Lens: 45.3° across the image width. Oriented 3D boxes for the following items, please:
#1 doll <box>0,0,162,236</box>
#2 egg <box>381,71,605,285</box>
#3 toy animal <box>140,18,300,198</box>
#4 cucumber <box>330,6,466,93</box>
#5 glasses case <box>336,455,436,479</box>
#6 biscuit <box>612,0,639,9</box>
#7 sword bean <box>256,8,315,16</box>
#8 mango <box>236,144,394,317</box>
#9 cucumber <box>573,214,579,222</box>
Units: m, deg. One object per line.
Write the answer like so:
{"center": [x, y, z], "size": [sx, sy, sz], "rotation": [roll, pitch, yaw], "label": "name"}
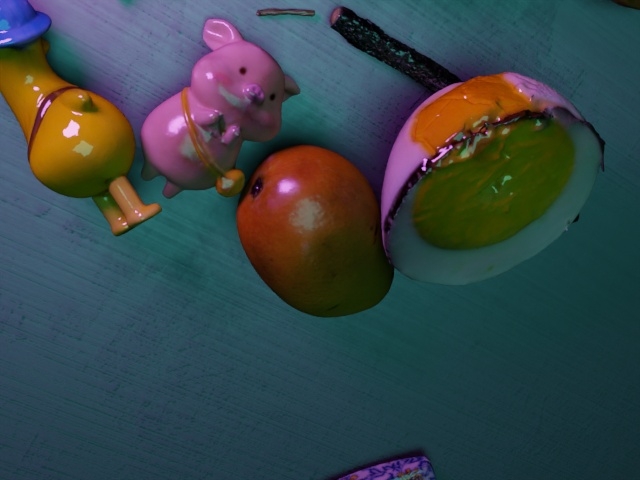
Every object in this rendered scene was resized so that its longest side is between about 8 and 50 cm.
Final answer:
{"center": [-0.354, -0.164, 1.022], "size": [0.145, 0.199, 0.362], "rotation": [-41, 101, -40], "label": "doll"}
{"center": [0.225, -0.105, 1.132], "size": [0.337, 0.201, 0.337], "rotation": [-9, 135, -10], "label": "egg"}
{"center": [-0.149, -0.162, 1.067], "size": [0.248, 0.149, 0.165], "rotation": [-47, 129, 2], "label": "toy animal"}
{"center": [0.126, -0.266, 1.131], "size": [0.257, 0.043, 0.044], "rotation": [25, 111, -21], "label": "cucumber"}
{"center": [0.096, 0.471, 1.432], "size": [0.248, 0.065, 0.086], "rotation": [-19, 113, -2], "label": "glasses case"}
{"center": [0.514, -0.492, 1.067], "size": [0.312, 0.057, 0.351], "rotation": [7, 114, -36], "label": "biscuit"}
{"center": [-0.049, -0.323, 1.088], "size": [0.083, 0.012, 0.012], "rotation": [-2, 113, -9], "label": "sword bean"}
{"center": [0.000, 0.000, 1.155], "size": [0.211, 0.173, 0.317], "rotation": [-32, 127, 2], "label": "mango"}
{"center": [0.355, -0.128, 1.232], "size": [0.056, 0.056, 0.284], "rotation": [-36, 116, 5], "label": "cucumber"}
